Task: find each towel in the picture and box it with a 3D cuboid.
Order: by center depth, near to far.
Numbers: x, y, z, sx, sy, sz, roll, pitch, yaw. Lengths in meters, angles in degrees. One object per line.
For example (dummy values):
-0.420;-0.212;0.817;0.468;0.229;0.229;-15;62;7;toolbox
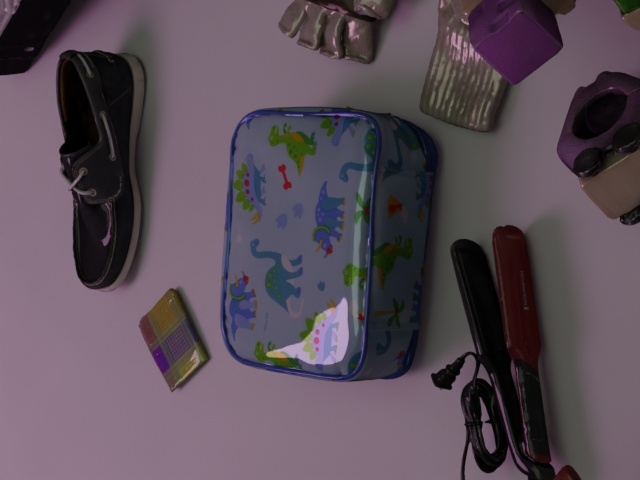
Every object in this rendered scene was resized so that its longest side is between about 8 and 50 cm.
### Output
-0.138;0.092;1.292;0.060;0.009;0.083;-44;62;30;towel

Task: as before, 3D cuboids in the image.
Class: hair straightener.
0.131;0.109;1.042;0.089;0.047;0.230;-16;82;40;hair straightener

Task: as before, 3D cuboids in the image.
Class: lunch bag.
0.000;0.000;1.122;0.176;0.090;0.219;4;91;40;lunch bag

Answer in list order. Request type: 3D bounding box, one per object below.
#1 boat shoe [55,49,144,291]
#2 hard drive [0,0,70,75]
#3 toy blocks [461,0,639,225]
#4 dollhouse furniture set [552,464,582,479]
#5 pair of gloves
-0.222;-0.067;1.328;0.084;0.079;0.233;2;91;39;boat shoe
-0.295;-0.333;1.332;0.339;0.064;0.237;-35;68;57;hard drive
0.204;-0.241;0.906;0.288;0.309;0.260;-33;34;23;toy blocks
0.258;0.317;0.811;0.152;0.201;0.374;-52;57;27;dollhouse furniture set
0.078;-0.215;1.095;0.240;0.042;0.204;34;110;36;pair of gloves
